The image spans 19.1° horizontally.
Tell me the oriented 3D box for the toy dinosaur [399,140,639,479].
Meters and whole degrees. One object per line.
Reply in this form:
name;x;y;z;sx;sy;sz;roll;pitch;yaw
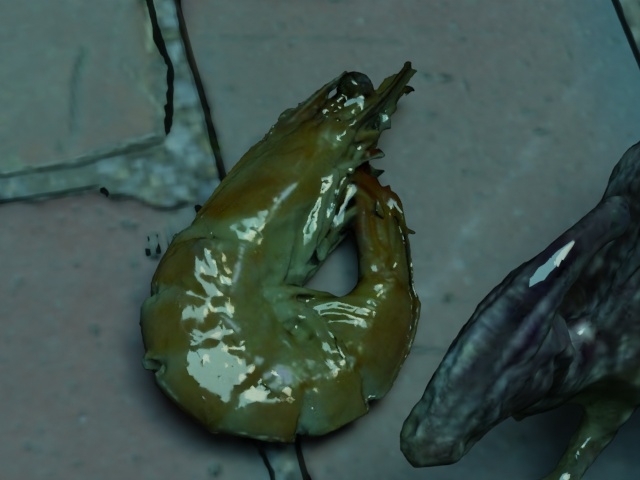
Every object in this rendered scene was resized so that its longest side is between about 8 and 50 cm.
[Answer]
toy dinosaur;0.133;-0.002;0.671;0.077;0.162;0.294;33;61;14

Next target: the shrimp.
shrimp;0.000;0.000;0.726;0.099;0.041;0.180;25;59;7
